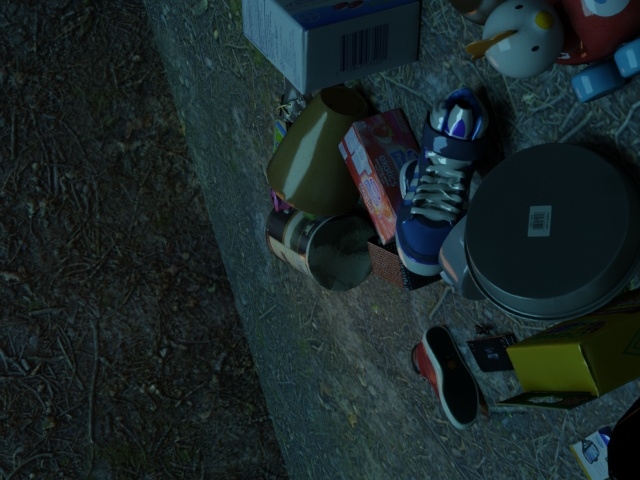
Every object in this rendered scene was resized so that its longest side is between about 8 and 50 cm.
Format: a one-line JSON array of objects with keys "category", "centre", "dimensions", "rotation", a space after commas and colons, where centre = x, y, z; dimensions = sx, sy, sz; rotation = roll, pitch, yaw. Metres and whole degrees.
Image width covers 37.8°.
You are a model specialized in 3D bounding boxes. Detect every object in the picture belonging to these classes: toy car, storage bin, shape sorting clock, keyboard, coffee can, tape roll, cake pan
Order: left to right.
[{"category": "shape sorting clock", "centre": [-0.080, -0.249, 2.653], "dimensions": [0.206, 0.040, 0.206], "rotation": [49, 153, 37]}, {"category": "coffee can", "centre": [0.000, 0.000, 2.446], "dimensions": [0.275, 0.201, 0.202], "rotation": [29, 135, 60]}, {"category": "storage bin", "centre": [0.196, 0.036, 2.083], "dimensions": [0.180, 0.122, 0.084], "rotation": [29, 135, 61]}, {"category": "keyboard", "centre": [0.364, 0.224, 1.976], "dimensions": [0.108, 0.023, 0.180], "rotation": [63, 159, 1]}, {"category": "tape roll", "centre": [0.313, 0.007, 1.609], "dimensions": [0.072, 0.219, 0.219], "rotation": [56, 156, 30]}, {"category": "cake pan", "centre": [0.347, -0.023, 1.428], "dimensions": [0.054, 0.293, 0.293], "rotation": [32, -161, -54]}, {"category": "toy car", "centre": [0.315, -0.296, 1.290], "dimensions": [0.219, 0.237, 0.210], "rotation": [68, 160, 3]}]

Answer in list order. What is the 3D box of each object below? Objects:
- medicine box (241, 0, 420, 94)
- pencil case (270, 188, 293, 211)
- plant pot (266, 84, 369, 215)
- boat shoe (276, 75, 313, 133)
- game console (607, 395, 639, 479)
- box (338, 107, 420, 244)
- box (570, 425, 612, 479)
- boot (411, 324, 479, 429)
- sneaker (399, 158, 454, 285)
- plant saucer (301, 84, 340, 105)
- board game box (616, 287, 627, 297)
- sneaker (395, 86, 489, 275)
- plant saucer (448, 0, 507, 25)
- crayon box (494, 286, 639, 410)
[{"category": "medicine box", "centre": [0.014, -0.452, 1.888], "dimensions": [0.289, 0.263, 0.149], "rotation": [51, 152, 41]}, {"category": "pencil case", "centre": [-0.026, -0.130, 2.378], "dimensions": [0.098, 0.209, 0.095], "rotation": [-130, 31, -67]}, {"category": "plant pot", "centre": [0.016, -0.229, 2.196], "dimensions": [0.237, 0.237, 0.254], "rotation": [56, 142, 33]}, {"category": "boat shoe", "centre": [-0.058, -0.323, 2.441], "dimensions": [0.116, 0.096, 0.325], "rotation": [38, 143, 56]}, {"category": "game console", "centre": [0.601, 0.424, 1.494], "dimensions": [0.361, 0.043, 0.213], "rotation": [54, 148, 36]}, {"category": "box", "centre": [0.154, -0.137, 2.027], "dimensions": [0.257, 0.122, 0.128], "rotation": [66, 160, 11]}, {"category": "box", "centre": [0.519, 0.396, 1.726], "dimensions": [0.081, 0.028, 0.136], "rotation": [63, 156, 19]}, {"category": "boot", "centre": [0.287, 0.338, 2.195], "dimensions": [0.176, 0.088, 0.244], "rotation": [112, 142, -62]}, {"category": "sneaker", "centre": [0.260, -0.039, 1.875], "dimensions": [0.282, 0.099, 0.153], "rotation": [65, 166, -7]}, {"category": "plant saucer", "centre": [0.000, -0.387, 2.301], "dimensions": [0.168, 0.029, 0.169], "rotation": [36, 137, 43]}, {"category": "board game box", "centre": [0.464, 0.090, 1.552], "dimensions": [0.181, 0.043, 0.092], "rotation": [69, 160, 3]}, {"category": "sneaker", "centre": [0.218, -0.126, 1.670], "dimensions": [0.130, 0.323, 0.236], "rotation": [14, 143, 11]}, {"category": "plant saucer", "centre": [0.252, -0.461, 1.596], "dimensions": [0.199, 0.036, 0.199], "rotation": [53, 153, 41]}, {"category": "crayon box", "centre": [0.412, 0.146, 1.334], "dimensions": [0.081, 0.318, 0.202], "rotation": [69, 160, 1]}]
